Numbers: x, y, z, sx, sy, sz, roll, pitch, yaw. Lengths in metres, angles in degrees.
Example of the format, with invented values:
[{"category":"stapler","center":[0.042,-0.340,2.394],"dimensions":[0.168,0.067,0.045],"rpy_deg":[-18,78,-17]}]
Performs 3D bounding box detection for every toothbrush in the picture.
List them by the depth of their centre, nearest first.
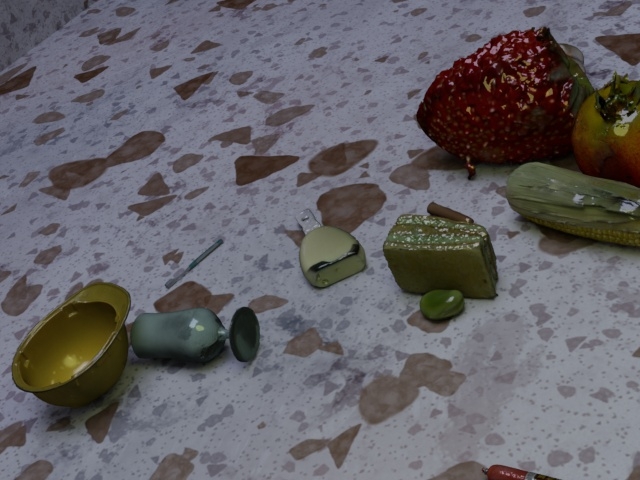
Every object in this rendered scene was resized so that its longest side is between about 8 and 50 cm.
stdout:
[{"category":"toothbrush","center":[-0.268,0.047,2.103],"dimensions":[0.014,0.011,0.167],"rpy_deg":[12,45,46]}]

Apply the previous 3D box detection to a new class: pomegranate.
[{"category":"pomegranate","center":[0.568,-0.201,1.835],"dimensions":[0.210,0.235,0.210],"rpy_deg":[-13,50,16]}]

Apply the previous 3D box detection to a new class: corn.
[{"category":"corn","center":[0.477,-0.070,1.789],"dimensions":[0.305,0.123,0.122],"rpy_deg":[17,73,41]}]

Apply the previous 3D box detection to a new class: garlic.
[{"category":"garlic","center":[0.542,-0.396,2.247],"dimensions":[0.124,0.099,0.174],"rpy_deg":[11,42,16]}]

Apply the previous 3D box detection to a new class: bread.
[{"category":"bread","center":[0.221,0.029,1.774],"dimensions":[0.196,0.138,0.102],"rpy_deg":[3,51,30]}]

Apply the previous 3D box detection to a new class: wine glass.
[{"category":"wine glass","center":[-0.234,0.175,1.828],"dimensions":[0.231,0.103,0.103],"rpy_deg":[-5,36,28]}]

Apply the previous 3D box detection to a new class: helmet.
[{"category":"helmet","center":[-0.432,0.217,1.831],"dimensions":[0.205,0.140,0.257],"rpy_deg":[16,53,40]}]

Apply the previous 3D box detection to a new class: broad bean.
[{"category":"broad bean","center":[0.212,0.112,1.743],"dimensions":[0.083,0.045,0.063],"rpy_deg":[-7,47,32]}]

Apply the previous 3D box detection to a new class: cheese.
[{"category":"cheese","center":[0.000,0.000,1.998],"dimensions":[0.127,0.054,0.251],"rpy_deg":[-24,33,-5]}]

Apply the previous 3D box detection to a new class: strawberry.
[{"category":"strawberry","center":[0.384,-0.263,2.033],"dimensions":[0.343,0.292,0.292],"rpy_deg":[-35,27,25]}]

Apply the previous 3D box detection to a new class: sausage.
[{"category":"sausage","center":[0.336,0.346,1.359],"dimensions":[0.253,0.034,0.034],"rpy_deg":[7,42,34]},{"category":"sausage","center":[0.258,-0.049,1.962],"dimensions":[0.026,0.026,0.116],"rpy_deg":[-37,38,-23]}]
